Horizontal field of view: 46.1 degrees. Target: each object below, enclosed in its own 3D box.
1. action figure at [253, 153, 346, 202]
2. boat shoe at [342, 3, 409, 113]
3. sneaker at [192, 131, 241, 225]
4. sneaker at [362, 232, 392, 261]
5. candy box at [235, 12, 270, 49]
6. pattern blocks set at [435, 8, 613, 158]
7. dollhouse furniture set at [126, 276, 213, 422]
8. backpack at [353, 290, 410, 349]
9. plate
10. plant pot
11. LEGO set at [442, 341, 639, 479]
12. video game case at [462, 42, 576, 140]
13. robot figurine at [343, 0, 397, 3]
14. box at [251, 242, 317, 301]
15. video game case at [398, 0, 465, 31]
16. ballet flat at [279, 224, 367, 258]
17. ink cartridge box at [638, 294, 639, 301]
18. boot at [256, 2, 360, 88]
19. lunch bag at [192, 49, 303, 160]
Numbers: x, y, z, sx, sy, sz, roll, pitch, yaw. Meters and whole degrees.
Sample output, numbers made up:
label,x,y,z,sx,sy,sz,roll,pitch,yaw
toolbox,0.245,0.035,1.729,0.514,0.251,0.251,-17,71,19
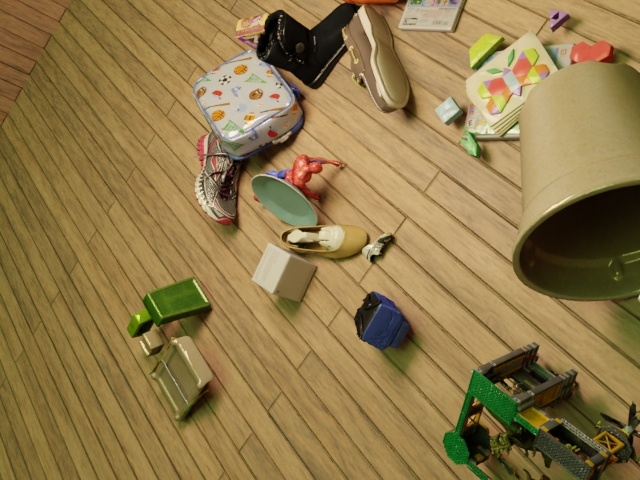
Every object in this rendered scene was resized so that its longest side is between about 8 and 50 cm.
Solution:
label,x,y,z,sx,sy,sz,roll,pitch,yaw
action figure,-0.044,-0.143,1.828,0.280,0.139,0.092,-16,66,62
boat shoe,0.121,-0.409,1.750,0.096,0.116,0.325,-36,51,32
sneaker,-0.263,-0.179,2.000,0.112,0.120,0.299,-24,59,30
sneaker,0.131,0.015,1.652,0.083,0.031,0.037,-40,66,30
candy box,-0.115,-0.512,1.939,0.109,0.186,0.053,3,78,41
pattern blocks set,0.387,-0.317,1.507,0.325,0.026,0.285,-50,50,17
dollhouse furniture set,-0.349,0.283,1.954,0.302,0.151,0.198,55,134,20
backpack,0.123,0.168,1.556,0.098,0.101,0.120,-57,15,6
plate,-0.082,-0.097,1.782,0.188,0.188,0.024,12,57,43
plant pot,0.460,-0.113,1.237,0.333,0.333,0.306,-27,47,32
LEGO set,0.384,0.329,1.256,0.331,0.192,0.255,29,124,46
video game case,0.400,-0.297,1.523,0.212,0.023,0.194,5,79,42
robot figurine,0.120,-0.628,1.793,0.219,0.128,0.158,9,57,31
box,-0.085,0.076,1.766,0.087,0.102,0.101,28,94,45
video game case,0.265,-0.551,1.734,0.157,0.019,0.143,18,87,44
ballet flat,0.000,0.000,1.737,0.232,0.073,0.080,-4,74,40
ink cartridge box,0.583,0.086,1.095,0.158,0.217,0.092,-43,52,22
boot,-0.029,-0.515,1.851,0.094,0.207,0.247,43,104,42
lunch bag,-0.183,-0.355,1.963,0.243,0.115,0.303,-31,54,-4
